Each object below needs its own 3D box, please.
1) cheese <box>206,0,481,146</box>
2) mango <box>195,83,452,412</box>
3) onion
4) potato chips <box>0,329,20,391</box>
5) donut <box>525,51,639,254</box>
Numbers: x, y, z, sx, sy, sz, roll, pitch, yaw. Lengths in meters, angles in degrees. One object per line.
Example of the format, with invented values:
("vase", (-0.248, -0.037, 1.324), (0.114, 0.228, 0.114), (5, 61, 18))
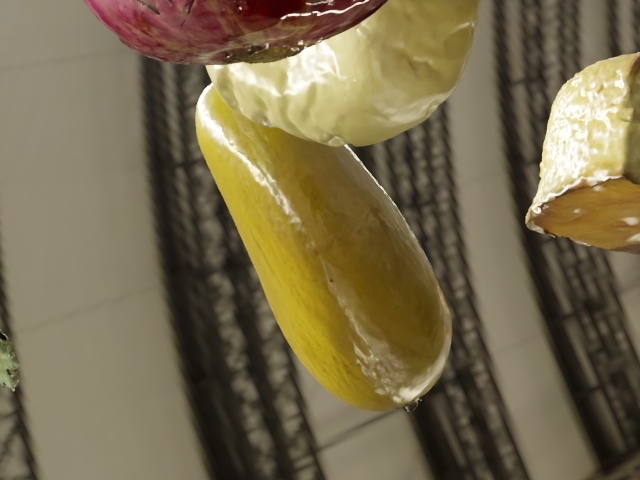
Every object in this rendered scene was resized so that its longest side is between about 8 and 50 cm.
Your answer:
("cheese", (0.003, -0.177, 1.320), (0.117, 0.214, 0.226), (6, -91, -46))
("mango", (0.004, 0.002, 1.725), (0.142, 0.195, 0.332), (-33, -79, -14))
("onion", (-0.037, -0.157, 0.959), (0.177, 0.177, 0.153), (23, -103, -47))
("potato chips", (-0.262, -0.013, 1.252), (0.228, 0.059, 0.167), (62, -165, 22))
("donut", (0.193, -0.046, 1.070), (0.217, 0.141, 0.085), (9, -105, -43))
